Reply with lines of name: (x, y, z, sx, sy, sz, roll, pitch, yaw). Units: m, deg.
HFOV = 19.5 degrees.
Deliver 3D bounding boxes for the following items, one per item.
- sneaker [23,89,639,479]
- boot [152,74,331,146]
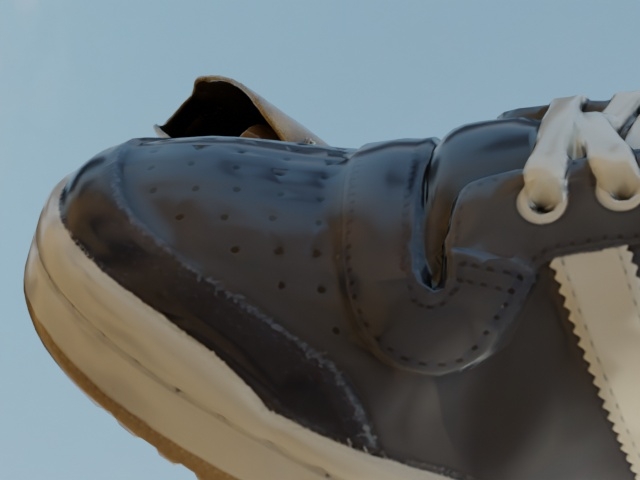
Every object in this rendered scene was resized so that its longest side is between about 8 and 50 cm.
sneaker: (0.093, -0.009, 0.326, 0.282, 0.099, 0.153, 17, -61, 4)
boot: (0.000, 0.000, 0.940, 0.115, 0.112, 0.305, 50, -9, -34)
